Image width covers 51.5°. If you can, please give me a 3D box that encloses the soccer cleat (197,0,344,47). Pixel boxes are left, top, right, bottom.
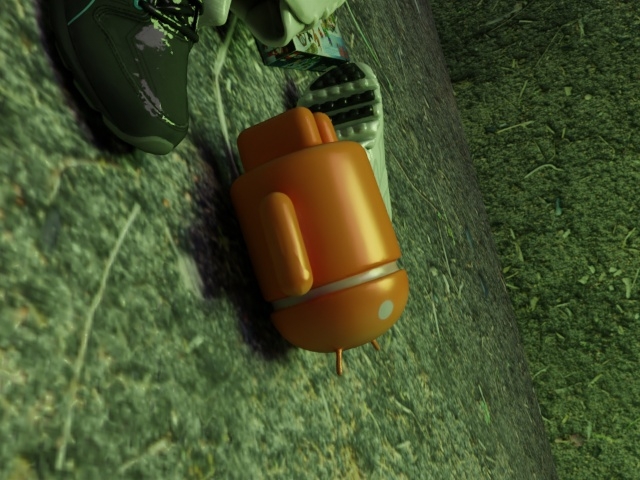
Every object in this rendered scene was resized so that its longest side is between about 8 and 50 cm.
[{"bbox_3d":[-0.023,-0.274,0.699,0.331,0.116,0.143,-17,100,-44],"label":"soccer cleat"}]

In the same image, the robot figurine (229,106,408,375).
[{"bbox_3d":[0.001,0.000,0.572,0.158,0.128,0.219,151,-78,-72],"label":"robot figurine"}]

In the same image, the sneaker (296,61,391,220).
[{"bbox_3d":[0.033,-0.072,0.768,0.118,0.110,0.292,50,36,-59],"label":"sneaker"}]

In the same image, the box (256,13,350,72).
[{"bbox_3d":[-0.038,-0.303,0.855,0.159,0.044,0.233,69,21,-5],"label":"box"}]

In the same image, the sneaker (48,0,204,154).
[{"bbox_3d":[-0.124,-0.192,0.461,0.101,0.106,0.267,15,59,-67],"label":"sneaker"}]
